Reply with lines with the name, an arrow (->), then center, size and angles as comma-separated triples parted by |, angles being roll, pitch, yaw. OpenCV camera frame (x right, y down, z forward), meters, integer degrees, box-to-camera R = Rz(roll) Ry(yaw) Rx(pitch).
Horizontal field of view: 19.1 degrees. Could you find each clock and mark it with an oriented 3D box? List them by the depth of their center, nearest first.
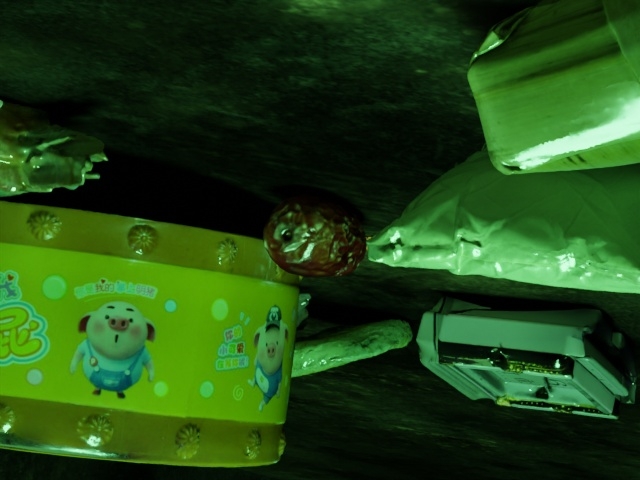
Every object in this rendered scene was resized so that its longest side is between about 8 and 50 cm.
clock -> 0.228, 0.125, 2.048 | 0.186, 0.083, 0.253 | 5, 166, 23

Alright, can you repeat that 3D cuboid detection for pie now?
pie -> 0.016, 0.122, 2.194 | 0.187, 0.041, 0.187 | -13, -179, 0

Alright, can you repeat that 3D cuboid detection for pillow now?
pillow -> 0.208, -0.038, 1.178 | 0.274, 0.076, 0.281 | 6, -157, 26

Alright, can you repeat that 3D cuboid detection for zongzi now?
zongzi -> 0.234, -0.108, 1.056 | 0.228, 0.115, 0.256 | -17, 173, 35

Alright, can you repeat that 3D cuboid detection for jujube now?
jujube -> 0.000, 0.000, 1.720 | 0.077, 0.077, 0.129 | 4, 171, 26

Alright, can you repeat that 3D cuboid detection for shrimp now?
shrimp -> -0.305, -0.087, 1.591 | 0.317, 0.077, 0.168 | 4, 163, 39

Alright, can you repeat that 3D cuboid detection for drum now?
drum -> -0.226, 0.087, 1.820 | 0.431, 0.214, 0.431 | 6, 177, 0

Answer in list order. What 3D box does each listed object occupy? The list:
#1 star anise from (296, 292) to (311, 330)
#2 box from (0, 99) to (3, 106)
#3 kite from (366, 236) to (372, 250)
star anise -> -0.099, 0.079, 2.151 | 0.195, 0.065, 0.182 | 16, 166, -15
box -> -0.378, -0.097, 1.424 | 0.203, 0.106, 0.251 | 35, 160, -17
kite -> 0.113, 0.006, 1.807 | 0.222, 0.008, 0.125 | 9, 165, 3
